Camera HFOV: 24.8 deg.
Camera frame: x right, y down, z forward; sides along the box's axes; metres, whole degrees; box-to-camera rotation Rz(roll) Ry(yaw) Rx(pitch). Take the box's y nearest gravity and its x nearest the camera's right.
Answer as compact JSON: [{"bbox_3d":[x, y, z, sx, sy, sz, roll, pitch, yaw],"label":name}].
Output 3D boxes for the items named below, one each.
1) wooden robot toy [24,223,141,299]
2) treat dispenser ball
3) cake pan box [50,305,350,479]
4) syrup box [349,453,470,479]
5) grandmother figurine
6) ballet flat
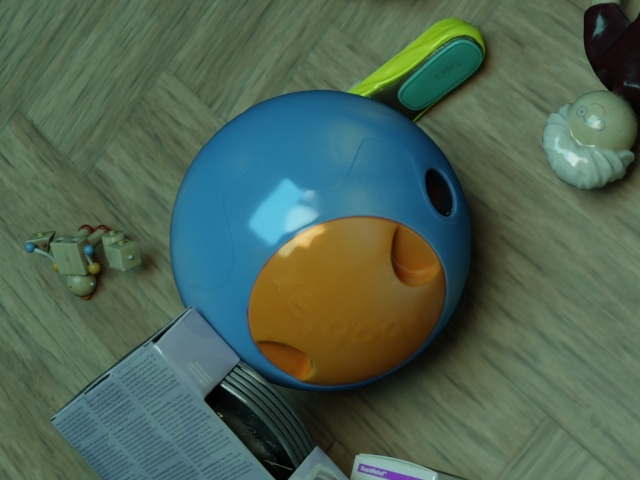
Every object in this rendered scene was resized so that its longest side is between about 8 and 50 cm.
[{"bbox_3d":[-0.271,0.029,1.709,0.173,0.076,0.079,3,112,33],"label":"wooden robot toy"},{"bbox_3d":[0.000,0.000,1.393,0.288,0.288,0.288,-10,70,30],"label":"treat dispenser ball"},{"bbox_3d":[-0.115,0.207,1.397,0.246,0.070,0.267,46,141,-5],"label":"cake pan box"},{"bbox_3d":[0.067,0.327,1.368,0.096,0.093,0.237,10,81,36],"label":"syrup box"},{"bbox_3d":[0.328,-0.193,1.362,0.342,0.104,0.208,-53,47,5],"label":"grandmother figurine"},{"bbox_3d":[0.073,-0.154,1.535,0.231,0.077,0.077,-37,38,15],"label":"ballet flat"}]
